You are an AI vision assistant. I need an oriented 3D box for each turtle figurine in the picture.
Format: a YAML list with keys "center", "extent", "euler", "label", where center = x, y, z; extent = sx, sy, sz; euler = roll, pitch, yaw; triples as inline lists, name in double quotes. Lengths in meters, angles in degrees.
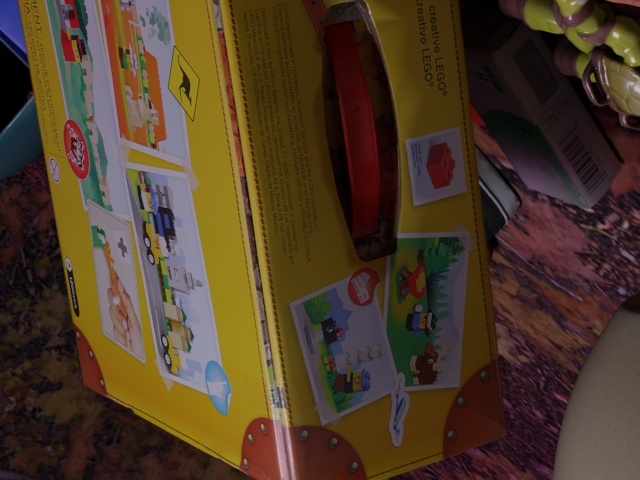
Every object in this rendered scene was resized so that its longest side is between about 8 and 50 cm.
- center: [0.223, -0.117, 1.328]
  extent: [0.270, 0.087, 0.217]
  euler: [23, -171, -31]
  label: "turtle figurine"

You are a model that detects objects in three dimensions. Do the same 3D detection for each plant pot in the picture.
- center: [0.321, 0.136, 1.594]
  extent: [0.284, 0.284, 0.190]
  euler: [12, 112, 63]
  label: "plant pot"
- center: [-0.338, -0.167, 2.064]
  extent: [0.165, 0.165, 0.234]
  euler: [45, -162, 10]
  label: "plant pot"

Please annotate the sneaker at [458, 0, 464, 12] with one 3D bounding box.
- center: [0.035, -0.219, 1.587]
  extent: [0.279, 0.107, 0.118]
  euler: [46, 133, 41]
  label: "sneaker"

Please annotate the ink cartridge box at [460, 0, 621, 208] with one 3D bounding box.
- center: [0.132, -0.127, 1.663]
  extent: [0.225, 0.056, 0.181]
  euler: [20, 154, 52]
  label: "ink cartridge box"

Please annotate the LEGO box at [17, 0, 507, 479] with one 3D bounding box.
- center: [-0.063, -0.102, 1.488]
  extent: [0.372, 0.193, 0.500]
  euler: [18, 120, 58]
  label: "LEGO box"

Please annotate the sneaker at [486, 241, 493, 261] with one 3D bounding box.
- center: [0.059, 0.040, 2.077]
  extent: [0.097, 0.135, 0.276]
  euler: [47, 152, -21]
  label: "sneaker"

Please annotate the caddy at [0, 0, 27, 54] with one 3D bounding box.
- center: [-0.197, -0.241, 1.956]
  extent: [0.341, 0.179, 0.241]
  euler: [43, -172, -5]
  label: "caddy"

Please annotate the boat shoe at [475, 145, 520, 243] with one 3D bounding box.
- center: [0.096, -0.082, 1.847]
  extent: [0.219, 0.070, 0.078]
  euler: [46, 165, -14]
  label: "boat shoe"
